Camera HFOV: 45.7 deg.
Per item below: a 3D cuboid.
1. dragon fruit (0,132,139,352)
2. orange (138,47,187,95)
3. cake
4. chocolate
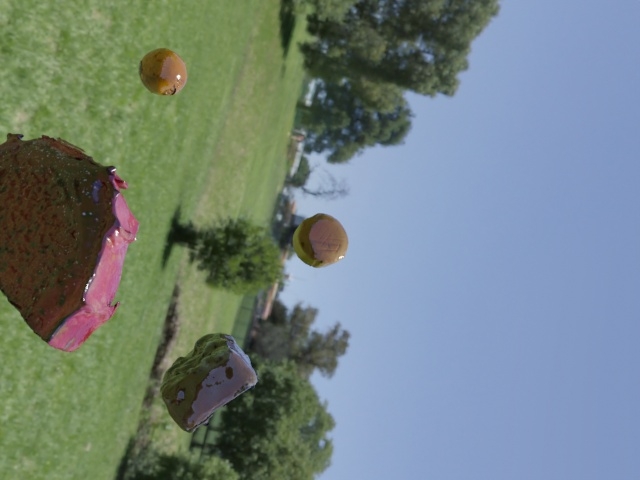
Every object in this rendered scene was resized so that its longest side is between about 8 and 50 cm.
[{"bbox_3d":[-0.279,-0.002,0.785,0.163,0.262,0.189,-33,150,-32],"label":"dragon fruit"},{"bbox_3d":[-0.269,-0.287,1.298,0.083,0.084,0.083,-165,-90,-81],"label":"orange"},{"bbox_3d":[0.000,0.000,1.156,0.044,0.084,0.084,-37,-143,58],"label":"cake"},{"bbox_3d":[-0.186,0.219,1.232,0.148,0.093,0.214,-34,-171,-10],"label":"chocolate"}]
